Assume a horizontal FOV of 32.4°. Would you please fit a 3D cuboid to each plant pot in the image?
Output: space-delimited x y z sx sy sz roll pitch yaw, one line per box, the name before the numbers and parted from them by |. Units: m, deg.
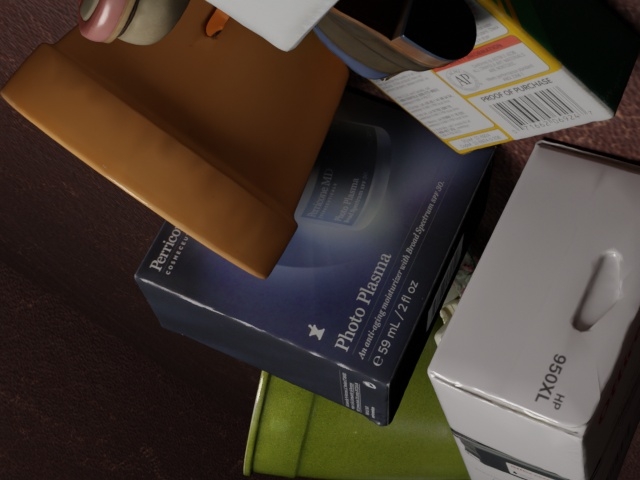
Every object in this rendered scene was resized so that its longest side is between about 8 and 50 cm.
plant pot | -0.111 -0.130 1.002 0.291 0.203 0.291 35 180 0
plant pot | 0.105 0.191 1.561 0.353 0.367 0.366 13 159 2

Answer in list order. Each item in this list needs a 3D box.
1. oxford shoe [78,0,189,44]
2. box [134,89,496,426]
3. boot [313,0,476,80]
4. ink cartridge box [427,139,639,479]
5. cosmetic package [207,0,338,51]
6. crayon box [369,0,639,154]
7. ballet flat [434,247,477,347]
oxford shoe | -0.037 -0.236 0.632 0.130 0.348 0.123 27 148 -19
box | 0.000 0.000 1.217 0.294 0.296 0.183 21 160 12
boot | 0.002 -0.186 0.825 0.219 0.082 0.106 32 157 -20
ink cartridge box | 0.270 0.121 1.201 0.166 0.285 0.395 19 159 23
cosmetic package | -0.054 -0.345 0.382 0.393 0.327 0.329 30 160 -14
crayon box | 0.082 -0.207 0.916 0.323 0.083 0.203 35 159 -24
ballet flat | 0.172 0.092 1.378 0.091 0.077 0.241 -11 101 65
